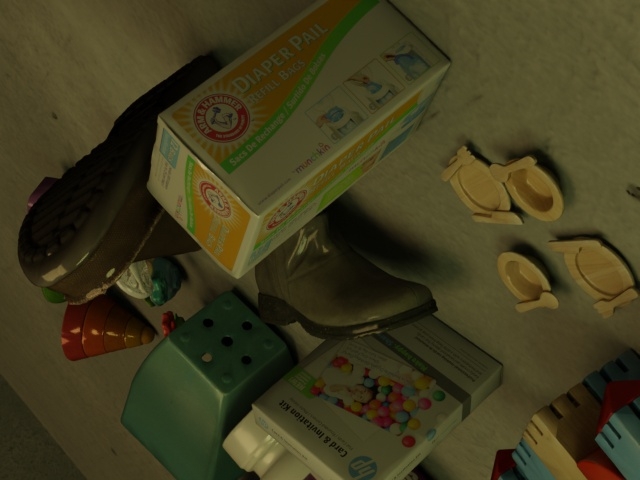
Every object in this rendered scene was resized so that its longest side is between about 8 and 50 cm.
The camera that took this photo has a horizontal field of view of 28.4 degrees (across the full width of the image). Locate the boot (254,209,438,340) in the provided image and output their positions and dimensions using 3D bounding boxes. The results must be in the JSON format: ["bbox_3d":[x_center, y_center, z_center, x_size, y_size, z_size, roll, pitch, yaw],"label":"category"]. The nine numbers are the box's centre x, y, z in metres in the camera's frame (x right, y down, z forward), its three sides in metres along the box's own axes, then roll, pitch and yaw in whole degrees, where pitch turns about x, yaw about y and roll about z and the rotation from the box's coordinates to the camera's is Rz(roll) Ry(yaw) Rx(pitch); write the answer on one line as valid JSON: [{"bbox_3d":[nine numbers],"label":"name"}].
[{"bbox_3d":[0.000,0.000,1.157,0.246,0.083,0.161,4,108,55],"label":"boot"}]

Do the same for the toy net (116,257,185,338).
[{"bbox_3d":[-0.216,0.059,1.555,0.232,0.045,0.122,53,-148,-74],"label":"toy net"}]

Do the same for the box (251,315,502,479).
[{"bbox_3d":[0.053,0.142,1.166,0.145,0.186,0.038,36,152,30],"label":"box"}]

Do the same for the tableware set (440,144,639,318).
[{"bbox_3d":[0.163,-0.006,0.969,0.168,0.020,0.141,55,156,-11],"label":"tableware set"}]

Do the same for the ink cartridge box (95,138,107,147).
[{"bbox_3d":[-0.205,-0.061,1.480,0.122,0.052,0.088,43,155,12],"label":"ink cartridge box"}]

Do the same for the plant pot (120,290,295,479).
[{"bbox_3d":[-0.128,0.181,1.579,0.165,0.166,0.234,43,148,16],"label":"plant pot"}]

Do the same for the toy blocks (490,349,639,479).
[{"bbox_3d":[0.257,0.211,0.968,0.261,0.191,0.381,53,159,22],"label":"toy blocks"}]

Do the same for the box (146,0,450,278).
[{"bbox_3d":[-0.018,-0.085,0.939,0.103,0.203,0.114,45,155,10],"label":"box"}]

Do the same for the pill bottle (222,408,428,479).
[{"bbox_3d":[0.033,0.301,1.449,0.301,0.169,0.169,45,155,9],"label":"pill bottle"}]

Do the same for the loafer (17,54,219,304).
[{"bbox_3d":[-0.130,-0.046,1.085,0.134,0.366,0.130,-30,106,28],"label":"loafer"}]

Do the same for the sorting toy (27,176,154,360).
[{"bbox_3d":[-0.316,0.052,1.815,0.126,0.127,0.365,10,140,12],"label":"sorting toy"}]
